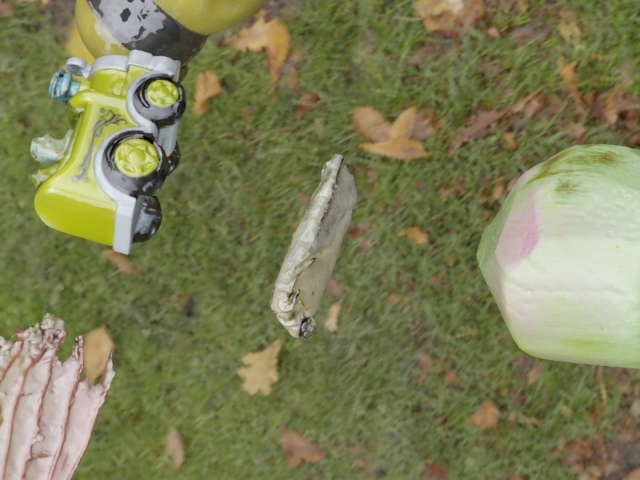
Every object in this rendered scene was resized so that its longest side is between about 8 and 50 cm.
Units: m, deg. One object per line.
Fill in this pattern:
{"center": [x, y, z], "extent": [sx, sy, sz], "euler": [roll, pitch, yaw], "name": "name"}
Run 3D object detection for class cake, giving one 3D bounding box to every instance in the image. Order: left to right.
{"center": [-0.241, 0.177, 0.902], "extent": [0.098, 0.135, 0.287], "euler": [20, 101, -25], "name": "cake"}

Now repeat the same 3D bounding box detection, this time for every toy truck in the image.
{"center": [-0.115, -0.055, 0.659], "extent": [0.077, 0.111, 0.076], "euler": [14, 152, -4], "name": "toy truck"}

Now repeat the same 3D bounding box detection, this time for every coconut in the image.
{"center": [0.247, 0.012, 1.084], "extent": [0.235, 0.236, 0.205], "euler": [1, 135, 28], "name": "coconut"}

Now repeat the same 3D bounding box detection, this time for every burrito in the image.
{"center": [-0.002, 0.000, 1.044], "extent": [0.042, 0.171, 0.051], "euler": [8, 150, 26], "name": "burrito"}

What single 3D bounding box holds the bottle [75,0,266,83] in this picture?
{"center": [-0.115, -0.308, 1.264], "extent": [0.351, 0.171, 0.171], "euler": [-41, 87, 21], "name": "bottle"}
